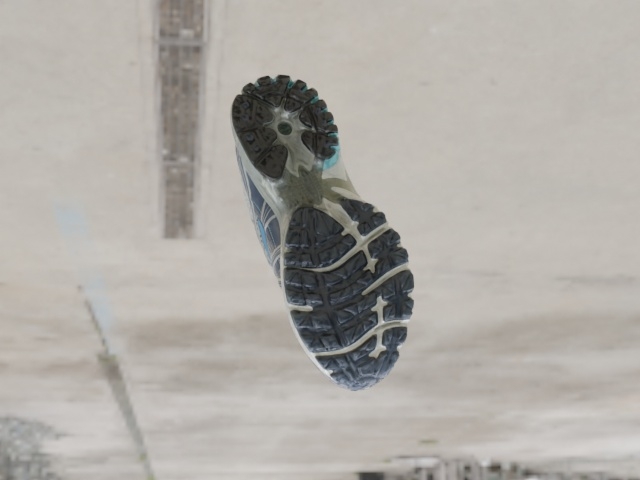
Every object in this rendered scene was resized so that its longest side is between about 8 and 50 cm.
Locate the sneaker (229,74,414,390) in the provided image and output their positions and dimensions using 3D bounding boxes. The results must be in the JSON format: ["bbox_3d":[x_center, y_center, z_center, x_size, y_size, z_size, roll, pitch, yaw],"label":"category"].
[{"bbox_3d":[0.000,0.000,1.045,0.110,0.283,0.122,-14,160,-11],"label":"sneaker"}]
